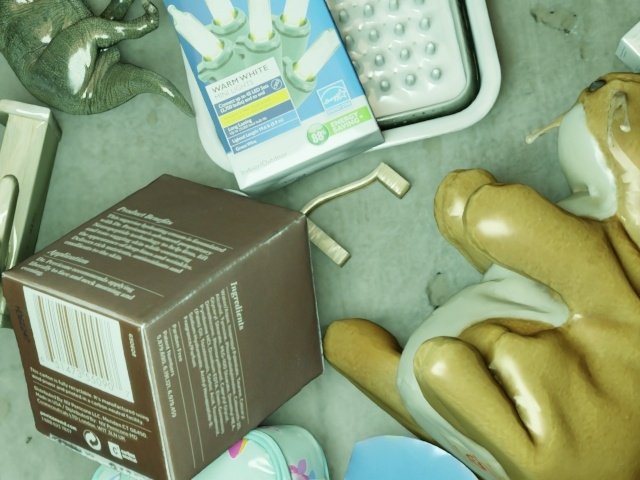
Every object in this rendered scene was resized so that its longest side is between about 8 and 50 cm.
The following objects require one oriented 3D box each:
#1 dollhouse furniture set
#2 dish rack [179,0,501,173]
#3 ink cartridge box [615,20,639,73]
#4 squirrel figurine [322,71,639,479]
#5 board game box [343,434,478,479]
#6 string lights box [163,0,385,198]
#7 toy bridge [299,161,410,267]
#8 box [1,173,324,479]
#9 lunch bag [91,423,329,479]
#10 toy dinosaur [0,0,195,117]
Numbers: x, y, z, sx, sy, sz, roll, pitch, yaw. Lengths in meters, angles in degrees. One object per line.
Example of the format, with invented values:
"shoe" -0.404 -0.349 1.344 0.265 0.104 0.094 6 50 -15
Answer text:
"dollhouse furniture set" -0.406 -0.049 1.292 0.303 0.286 0.198 11 84 -4
"dish rack" 0.004 -0.236 1.382 0.285 0.072 0.333 -12 82 3
"ink cartridge box" 0.353 -0.162 1.345 0.099 0.056 0.135 -43 81 -1
"squirrel figurine" 0.268 0.065 1.257 0.397 0.281 0.370 41 78 -5
"board game box" 0.084 0.240 1.316 0.133 0.033 0.169 24 121 16
"string lights box" -0.055 -0.183 1.309 0.133 0.077 0.260 -24 82 4
"toy bridge" 0.000 0.000 1.377 0.063 0.026 0.188 41 89 11
"box" -0.127 0.072 1.243 0.168 0.203 0.167 17 127 36
"lunch bag" -0.091 0.310 1.287 0.224 0.108 0.279 -13 80 24
"toy dinosaur" -0.243 -0.194 1.396 0.313 0.121 0.160 39 100 4
